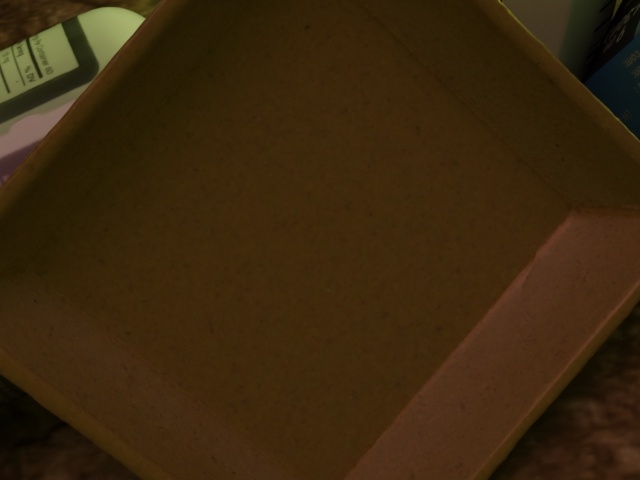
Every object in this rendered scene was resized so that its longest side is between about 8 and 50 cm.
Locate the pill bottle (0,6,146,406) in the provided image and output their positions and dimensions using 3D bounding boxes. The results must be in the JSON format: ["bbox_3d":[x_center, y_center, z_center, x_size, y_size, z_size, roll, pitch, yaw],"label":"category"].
[{"bbox_3d":[-0.170,-0.025,0.935,0.363,0.210,0.210,-26,56,-4],"label":"pill bottle"}]

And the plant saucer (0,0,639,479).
[{"bbox_3d":[0.000,0.000,0.830,0.333,0.333,0.081,-49,19,0],"label":"plant saucer"}]

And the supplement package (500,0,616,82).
[{"bbox_3d":[0.104,-0.218,0.964,0.194,0.203,0.149,18,27,18],"label":"supplement package"}]

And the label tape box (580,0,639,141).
[{"bbox_3d":[0.274,-0.156,0.890,0.106,0.240,0.334,32,65,-5],"label":"label tape box"}]
